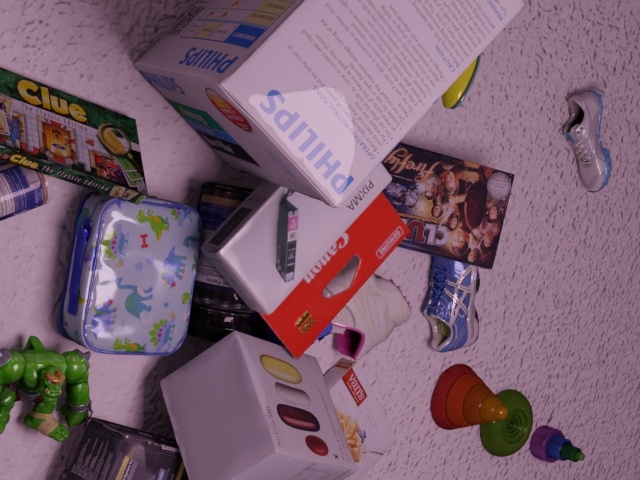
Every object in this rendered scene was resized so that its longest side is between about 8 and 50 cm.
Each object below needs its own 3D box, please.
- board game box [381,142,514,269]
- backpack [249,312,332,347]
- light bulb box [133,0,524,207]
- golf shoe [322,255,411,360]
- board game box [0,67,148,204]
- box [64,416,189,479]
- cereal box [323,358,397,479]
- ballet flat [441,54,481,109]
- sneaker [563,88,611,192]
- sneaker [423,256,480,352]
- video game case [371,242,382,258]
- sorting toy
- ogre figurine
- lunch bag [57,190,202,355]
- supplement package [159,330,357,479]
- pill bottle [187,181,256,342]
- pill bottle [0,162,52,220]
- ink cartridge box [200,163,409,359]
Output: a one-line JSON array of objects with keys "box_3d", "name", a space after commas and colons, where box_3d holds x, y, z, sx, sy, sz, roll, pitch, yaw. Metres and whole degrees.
[{"box_3d": [0.185, -0.058, 1.963, 0.243, 0.042, 0.165, 13, 90, -20], "name": "board game box"}, {"box_3d": [-0.049, 0.111, 1.805, 0.098, 0.120, 0.101, -30, 115, -31], "name": "backpack"}, {"box_3d": [-0.001, -0.265, 1.572, 0.361, 0.358, 0.225, -47, 116, -9], "name": "light bulb box"}, {"box_3d": [0.023, 0.065, 1.864, 0.140, 0.115, 0.306, -50, 123, -16], "name": "golf shoe"}, {"box_3d": [-0.339, -0.138, 1.530, 0.259, 0.030, 0.136, 18, 42, -40], "name": "board game box"}, {"box_3d": [-0.257, 0.476, 1.700, 0.318, 0.097, 0.395, 27, 81, -49], "name": "box"}, {"box_3d": [0.006, 0.328, 1.926, 0.240, 0.047, 0.173, -42, 119, -30], "name": "cereal box"}, {"box_3d": [0.231, -0.324, 1.963, 0.077, 0.077, 0.231, 32, 74, -19], "name": "ballet flat"}, {"box_3d": [0.482, -0.181, 2.223, 0.083, 0.071, 0.191, -9, 96, -31], "name": "sneaker"}, {"box_3d": [0.219, 0.094, 2.046, 0.081, 0.080, 0.211, -23, 111, -37], "name": "sneaker"}, {"box_3d": [0.044, -0.058, 1.835, 0.015, 0.119, 0.166, -34, 103, 18], "name": "video game case"}, {"box_3d": [0.359, 0.335, 2.178, 0.365, 0.126, 0.127, 31, 79, -38], "name": "sorting toy"}, {"box_3d": [-0.378, 0.195, 1.578, 0.197, 0.097, 0.118, 13, 108, -25], "name": "ogre figurine"}, {"box_3d": [-0.260, 0.044, 1.641, 0.176, 0.090, 0.219, 6, 95, -41], "name": "lunch bag"}, {"box_3d": [-0.086, 0.260, 1.704, 0.149, 0.194, 0.203, -35, 148, 21], "name": "supplement package"}, {"box_3d": [-0.129, 0.033, 1.724, 0.123, 0.123, 0.219, 8, 94, -40], "name": "pill bottle"}, {"box_3d": [-0.404, -0.059, 1.518, 0.120, 0.067, 0.067, -24, 113, -33], "name": "pill bottle"}, {"box_3d": [0.000, 0.000, 1.696, 0.275, 0.060, 0.239, -48, 119, -18], "name": "ink cartridge box"}]
